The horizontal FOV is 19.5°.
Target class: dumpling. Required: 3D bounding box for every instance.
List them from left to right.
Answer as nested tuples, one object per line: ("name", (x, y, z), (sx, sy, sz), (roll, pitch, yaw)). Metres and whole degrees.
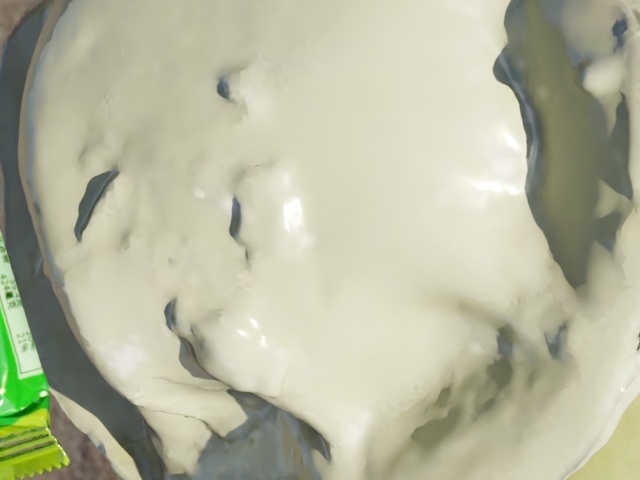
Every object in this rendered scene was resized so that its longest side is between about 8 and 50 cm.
("dumpling", (0.000, 0.000, 0.801), (0.395, 0.233, 0.315), (0, 93, 41))

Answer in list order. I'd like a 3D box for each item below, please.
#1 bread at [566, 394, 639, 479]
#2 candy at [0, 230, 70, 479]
("bread", (0.192, 0.025, 1.030), (0.187, 0.155, 0.338), (18, 83, 13))
("candy", (-0.139, -0.001, 0.630), (0.102, 0.032, 0.178), (-19, 86, 49))
